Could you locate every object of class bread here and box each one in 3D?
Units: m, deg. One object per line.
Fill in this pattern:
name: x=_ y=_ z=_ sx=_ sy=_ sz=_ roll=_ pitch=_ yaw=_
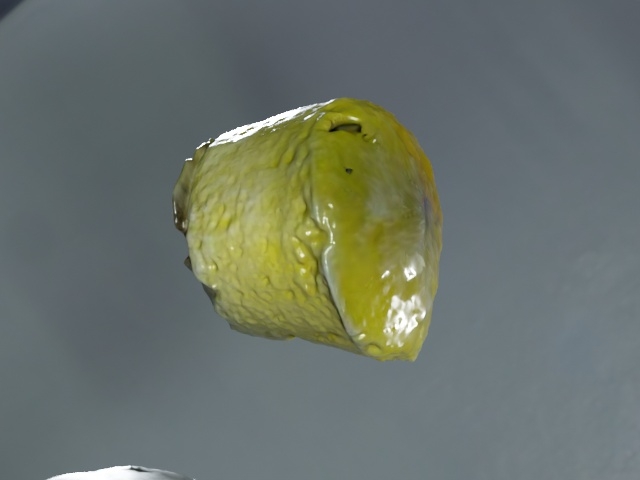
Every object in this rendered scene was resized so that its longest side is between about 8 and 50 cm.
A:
bread: x=0.002 y=-0.004 z=0.980 sx=0.197 sy=0.170 sz=0.197 roll=16 pitch=71 yaw=-57

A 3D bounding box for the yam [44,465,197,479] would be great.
yam: x=0.000 y=0.190 z=0.358 sx=0.300 sy=0.195 sz=0.195 roll=18 pitch=-21 yaw=44
